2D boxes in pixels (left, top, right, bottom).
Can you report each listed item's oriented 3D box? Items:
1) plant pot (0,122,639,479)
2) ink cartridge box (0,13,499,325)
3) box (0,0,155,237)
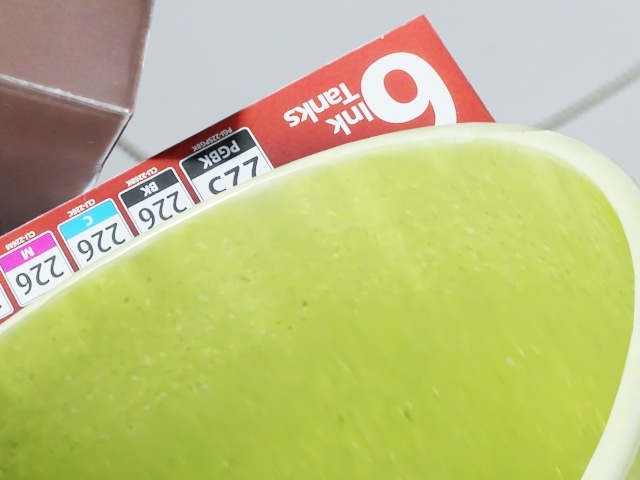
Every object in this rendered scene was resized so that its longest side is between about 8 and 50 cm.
[{"bbox_3d":[0.028,0.170,0.466,0.275,0.275,0.293,-29,113,17],"label":"plant pot"},{"bbox_3d":[-0.009,0.081,0.997,0.309,0.130,0.272,-29,69,-8],"label":"ink cartridge box"},{"bbox_3d":[-0.290,-0.128,1.012,0.381,0.191,0.143,18,61,-15],"label":"box"}]
